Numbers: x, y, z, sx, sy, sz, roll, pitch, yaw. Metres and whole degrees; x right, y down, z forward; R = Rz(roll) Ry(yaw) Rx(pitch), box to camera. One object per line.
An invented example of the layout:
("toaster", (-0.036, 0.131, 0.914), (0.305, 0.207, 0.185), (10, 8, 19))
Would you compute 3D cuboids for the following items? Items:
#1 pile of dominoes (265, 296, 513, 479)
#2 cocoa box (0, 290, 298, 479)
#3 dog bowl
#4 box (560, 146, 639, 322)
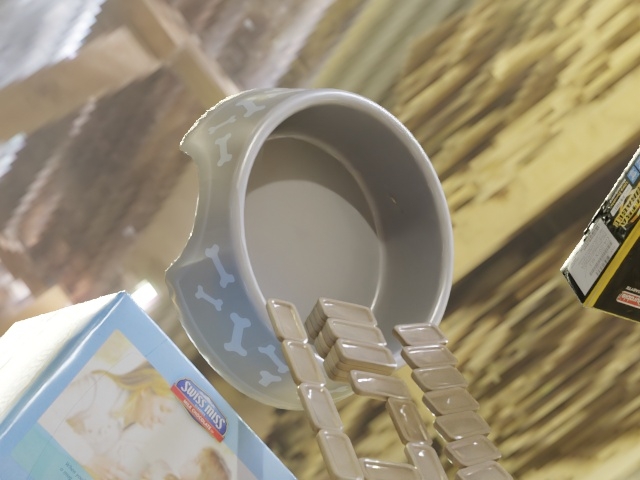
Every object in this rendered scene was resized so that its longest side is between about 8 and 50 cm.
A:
("pile of dominoes", (0.055, 0.148, 1.526), (0.196, 0.251, 0.040), (13, -58, -27))
("cocoa box", (-0.187, 0.256, 1.593), (0.228, 0.347, 0.231), (-17, 29, 53))
("dog bowl", (0.000, 0.000, 1.798), (0.348, 0.349, 0.102), (-32, 12, -39))
("box", (0.439, -0.013, 1.716), (0.322, 0.079, 0.257), (17, -66, -28))
